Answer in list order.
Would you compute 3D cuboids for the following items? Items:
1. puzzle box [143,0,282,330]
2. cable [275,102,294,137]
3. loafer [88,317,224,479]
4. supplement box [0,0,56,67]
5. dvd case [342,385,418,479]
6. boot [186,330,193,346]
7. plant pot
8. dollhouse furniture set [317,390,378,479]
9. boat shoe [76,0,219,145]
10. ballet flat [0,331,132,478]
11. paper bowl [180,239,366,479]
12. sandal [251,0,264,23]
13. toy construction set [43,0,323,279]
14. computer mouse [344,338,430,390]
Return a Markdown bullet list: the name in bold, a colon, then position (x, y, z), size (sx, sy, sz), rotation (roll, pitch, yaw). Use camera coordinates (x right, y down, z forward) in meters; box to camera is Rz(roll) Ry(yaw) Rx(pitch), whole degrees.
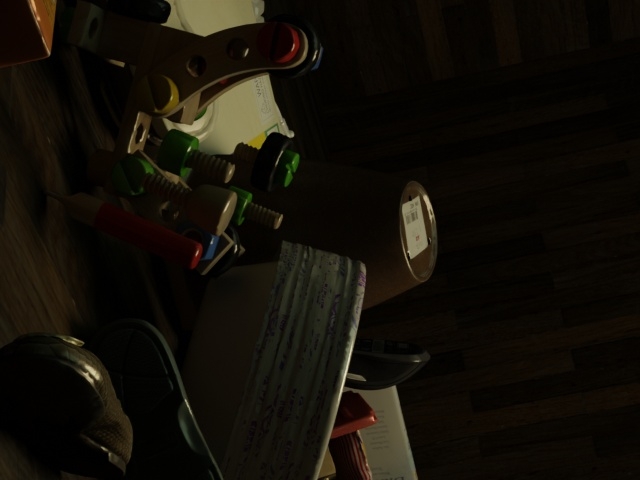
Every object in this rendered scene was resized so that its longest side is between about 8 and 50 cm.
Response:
- **puzzle box**: position (-0.129, -0.132, 1.846), size (0.272, 0.052, 0.408), rotation (-42, 123, -61)
- **cable**: position (-0.108, -0.134, 2.173), size (0.257, 0.089, 0.257), rotation (-91, 156, -59)
- **loafer**: position (-0.129, 0.195, 1.376), size (0.084, 0.096, 0.267), rotation (88, -12, -87)
- **supplement box**: position (-0.238, -0.222, 1.213), size (0.233, 0.078, 0.080), rotation (-95, 172, -48)
- **dvd case**: position (0.037, 0.288, 2.404), size (0.022, 0.180, 0.253), rotation (-73, 151, -66)
- **boot**: position (-0.076, 0.244, 1.780), size (0.264, 0.096, 0.280), rotation (-87, 163, -69)
- **plant pot**: position (0.000, 0.000, 1.757), size (0.215, 0.230, 0.215), rotation (25, 62, -61)
- **dollhouse furniture set**: position (-0.020, 0.290, 2.191), size (0.374, 0.152, 0.201), rotation (-140, -145, -73)
- **boat shoe**: position (-0.195, -0.248, 1.620), size (0.117, 0.097, 0.324), rotation (-33, 113, -42)
- **ballet flat**: position (-0.172, 0.106, 1.122), size (0.250, 0.084, 0.058), rotation (78, 18, -66)
- **paper bowl**: position (-0.061, 0.137, 1.559), size (0.284, 0.148, 0.284), rotation (-163, -90, -87)
- **sandal**: position (-0.150, -0.348, 2.365), size (0.169, 0.102, 0.416), rotation (-11, 102, -70)
- **toy construction set**: position (-0.158, -0.101, 1.451), size (0.309, 0.237, 0.257), rotation (-53, 164, -61)
- **computer mouse**: position (0.009, 0.154, 2.152), size (0.184, 0.262, 0.060), rotation (-105, -161, -82)
